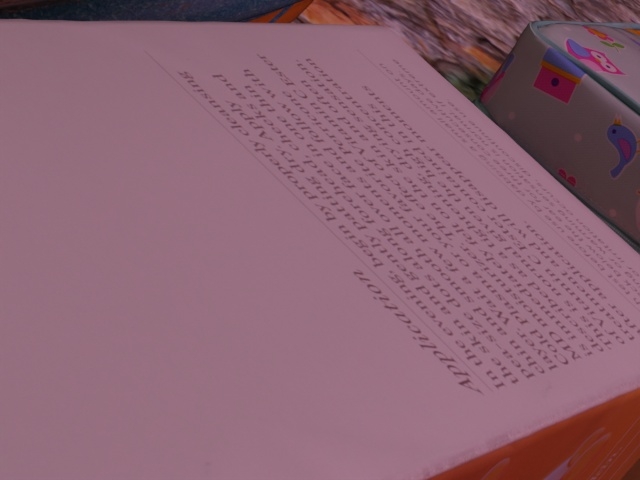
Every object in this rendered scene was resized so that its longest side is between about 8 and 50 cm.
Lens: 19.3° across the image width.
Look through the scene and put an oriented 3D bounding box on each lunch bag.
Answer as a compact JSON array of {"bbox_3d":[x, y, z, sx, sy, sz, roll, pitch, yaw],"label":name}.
[{"bbox_3d":[0.238,-0.065,1.323,0.224,0.108,0.279,40,21,23],"label":"lunch bag"}]

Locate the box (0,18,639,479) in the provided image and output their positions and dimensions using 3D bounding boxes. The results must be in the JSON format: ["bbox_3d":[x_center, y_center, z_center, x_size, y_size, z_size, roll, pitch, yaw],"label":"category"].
[{"bbox_3d":[-0.064,0.072,0.511,0.168,0.215,0.345,44,25,20],"label":"box"}]

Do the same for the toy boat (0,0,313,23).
[{"bbox_3d":[-0.088,-0.151,0.966,0.267,0.148,0.318,-11,18,2],"label":"toy boat"}]

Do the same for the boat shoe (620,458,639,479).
[{"bbox_3d":[0.270,0.082,0.932,0.500,0.187,0.156,-15,72,-53],"label":"boat shoe"}]
